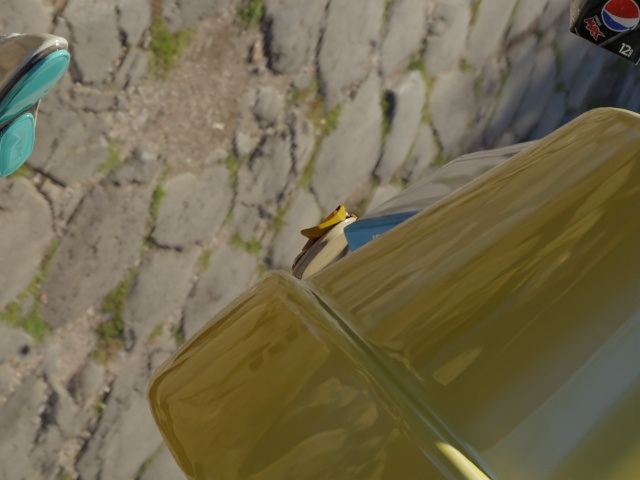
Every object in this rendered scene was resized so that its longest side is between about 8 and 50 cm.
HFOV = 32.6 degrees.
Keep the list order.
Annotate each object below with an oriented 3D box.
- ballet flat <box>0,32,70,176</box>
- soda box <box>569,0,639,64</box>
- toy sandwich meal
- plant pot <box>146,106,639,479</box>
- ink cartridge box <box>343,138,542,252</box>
[{"bbox_3d":[-0.293,-0.134,0.993,0.086,0.086,0.248,-46,-178,-34],"label":"ballet flat"},{"bbox_3d":[0.237,-0.198,0.881,0.053,0.060,0.169,-63,-179,27],"label":"soda box"},{"bbox_3d":[0.000,0.000,0.985,0.085,0.029,0.085,-41,167,-11],"label":"toy sandwich meal"},{"bbox_3d":[0.092,0.078,0.496,0.239,0.254,0.254,-41,156,-4],"label":"plant pot"},{"bbox_3d":[0.228,0.123,0.820,0.166,0.285,0.395,-32,106,-41],"label":"ink cartridge box"}]
